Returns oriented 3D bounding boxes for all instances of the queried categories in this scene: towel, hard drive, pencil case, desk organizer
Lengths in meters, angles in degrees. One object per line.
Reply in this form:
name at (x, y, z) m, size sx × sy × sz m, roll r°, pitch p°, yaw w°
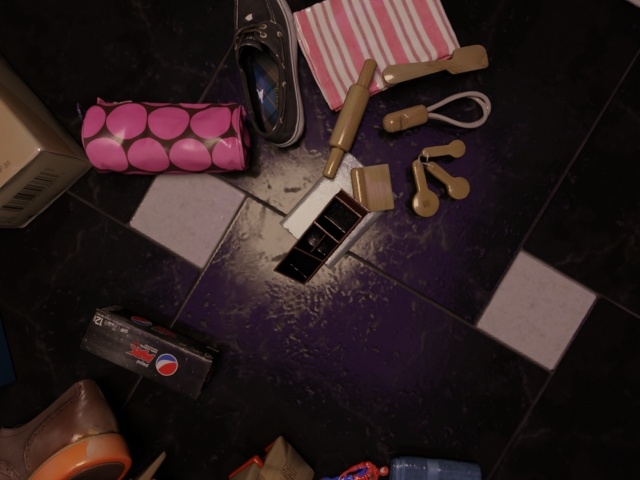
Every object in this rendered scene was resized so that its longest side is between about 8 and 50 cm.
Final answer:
towel at (0.074, -0.277, 0.618) m, size 0.197 × 0.029 × 0.144 m, roll -25°, pitch 90°, yaw 2°
hard drive at (0.024, -0.041, 0.625) m, size 0.094 × 0.022 × 0.135 m, roll 42°, pitch 92°, yaw 1°
towel at (0.153, 0.326, 0.621) m, size 0.120 × 0.029 × 0.067 m, roll 4°, pitch 91°, yaw 3°
pencil case at (-0.196, -0.137, 0.601) m, size 0.210 × 0.095 × 0.098 m, roll 2°, pitch 70°, yaw 0°
desk organizer at (0.000, 0.000, 0.581) m, size 0.047 × 0.050 × 0.130 m, roll 40°, pitch 108°, yaw 2°

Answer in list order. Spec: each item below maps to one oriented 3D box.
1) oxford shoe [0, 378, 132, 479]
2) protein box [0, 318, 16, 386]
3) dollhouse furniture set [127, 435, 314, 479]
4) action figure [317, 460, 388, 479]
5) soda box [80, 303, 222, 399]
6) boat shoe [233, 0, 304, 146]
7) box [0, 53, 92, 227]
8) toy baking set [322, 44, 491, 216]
oxford shoe at (-0.399, 0.327, 0.613) m, size 0.364 × 0.130 × 0.132 m, roll -38°, pitch 56°, yaw 8°
protein box at (-0.519, 0.117, 0.555) m, size 0.136 × 0.200 × 0.201 m, roll -15°, pitch 89°, yaw 2°
dollhouse furniture set at (-0.134, 0.382, 0.592) m, size 0.259 × 0.135 × 0.262 m, roll -42°, pitch 89°, yaw 18°
action figure at (0.038, 0.329, 0.626) m, size 0.115 × 0.030 × 0.038 m, roll -20°, pitch 85°, yaw 0°
soda box at (-0.224, 0.147, 0.619) m, size 0.169 × 0.053 × 0.060 m, roll 24°, pitch 92°, yaw 2°
boat shoe at (-0.078, -0.235, 0.593) m, size 0.080 × 0.076 × 0.228 m, roll -7°, pitch 94°, yaw 23°
box at (-0.468, -0.177, 0.591) m, size 0.148 × 0.121 × 0.311 m, roll -42°, pitch 89°, yaw 2°
toy baking set at (0.118, -0.148, 0.607) m, size 0.197 × 0.030 × 0.256 m, roll 16°, pitch 90°, yaw -8°
